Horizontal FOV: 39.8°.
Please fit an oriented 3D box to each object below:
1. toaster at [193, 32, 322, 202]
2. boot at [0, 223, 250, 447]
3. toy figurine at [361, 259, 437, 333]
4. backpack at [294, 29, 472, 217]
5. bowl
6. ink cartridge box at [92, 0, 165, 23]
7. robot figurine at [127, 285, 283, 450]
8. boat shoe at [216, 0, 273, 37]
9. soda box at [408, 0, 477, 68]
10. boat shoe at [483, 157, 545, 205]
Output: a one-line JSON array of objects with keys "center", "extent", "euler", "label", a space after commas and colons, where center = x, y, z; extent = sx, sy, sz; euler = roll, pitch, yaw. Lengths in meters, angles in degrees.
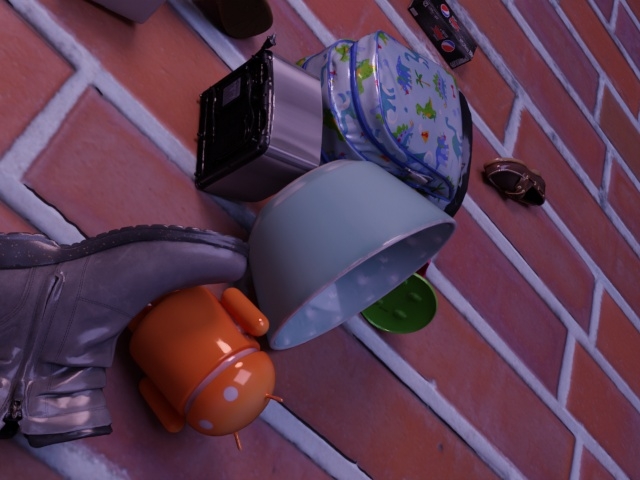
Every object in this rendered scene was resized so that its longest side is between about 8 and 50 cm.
[{"center": [-0.085, -0.163, 1.245], "extent": [0.110, 0.185, 0.168], "euler": [18, 61, -38], "label": "toaster"}, {"center": [-0.237, 0.105, 0.957], "extent": [0.338, 0.118, 0.223], "euler": [-4, 75, -11], "label": "boot"}, {"center": [0.119, 0.045, 1.469], "extent": [0.173, 0.130, 0.159], "euler": [30, 35, -7], "label": "toy figurine"}, {"center": [0.098, -0.190, 1.439], "extent": [0.355, 0.273, 0.290], "euler": [16, 69, -30], "label": "backpack"}, {"center": [0.019, 0.003, 1.243], "extent": [0.311, 0.311, 0.163], "euler": [-16, 66, -50], "label": "bowl"}, {"center": [-0.257, -0.416, 1.192], "extent": [0.128, 0.127, 0.176], "euler": [19, 60, -32], "label": "ink cartridge box"}, {"center": [-0.140, 0.141, 1.060], "extent": [0.158, 0.128, 0.219], "euler": [-36, 70, -24], "label": "robot figurine"}, {"center": [-0.131, -0.409, 1.288], "extent": [0.285, 0.104, 0.089], "euler": [87, -9, -67], "label": "boat shoe"}, {"center": [0.256, -0.444, 1.841], "extent": [0.169, 0.053, 0.060], "euler": [48, 44, -24], "label": "soda box"}, {"center": [0.420, -0.122, 1.875], "extent": [0.207, 0.073, 0.073], "euler": [12, 64, -45], "label": "boat shoe"}]
